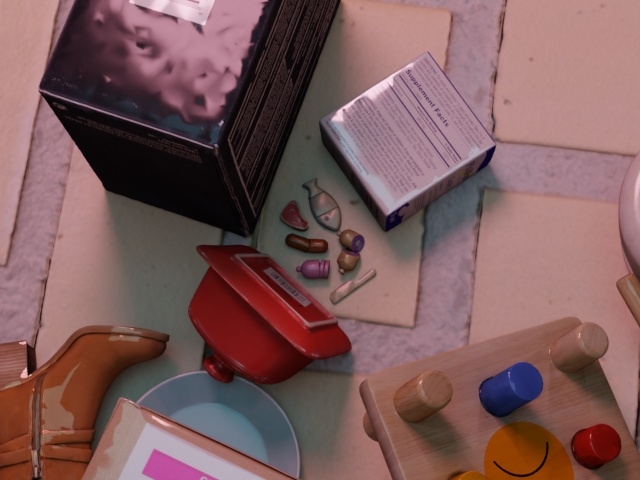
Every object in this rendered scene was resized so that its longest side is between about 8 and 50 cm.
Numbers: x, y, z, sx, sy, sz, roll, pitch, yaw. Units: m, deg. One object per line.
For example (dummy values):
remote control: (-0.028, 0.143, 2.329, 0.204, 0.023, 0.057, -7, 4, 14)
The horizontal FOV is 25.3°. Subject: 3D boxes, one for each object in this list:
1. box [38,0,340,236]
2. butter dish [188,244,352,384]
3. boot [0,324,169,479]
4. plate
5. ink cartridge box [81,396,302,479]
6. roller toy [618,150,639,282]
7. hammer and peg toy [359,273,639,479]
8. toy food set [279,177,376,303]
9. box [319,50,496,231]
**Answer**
box: (-0.112, -0.196, 1.383, 0.182, 0.294, 0.296, 18, 76, 9)
butter dish: (-0.069, 0.089, 1.396, 0.160, 0.160, 0.118, 42, 102, 13)
boot: (-0.235, 0.168, 1.408, 0.197, 0.073, 0.152, -12, 74, 11)
plate: (-0.113, 0.223, 1.412, 0.188, 0.024, 0.188, -1, 74, 2)
ink cartridge box: (-0.084, 0.240, 1.294, 0.234, 0.193, 0.088, 25, 77, 8)
roller toy: (0.391, -0.018, 1.397, 0.209, 0.146, 0.191, -45, 70, -3)
hammer and peg toy: (0.229, 0.197, 1.343, 0.361, 0.127, 0.266, -14, 74, -29)
toy food set: (0.000, 0.000, 1.469, 0.078, 0.019, 0.122, -36, 77, -7)
box: (0.088, -0.101, 1.467, 0.137, 0.072, 0.126, -33, 76, -6)
